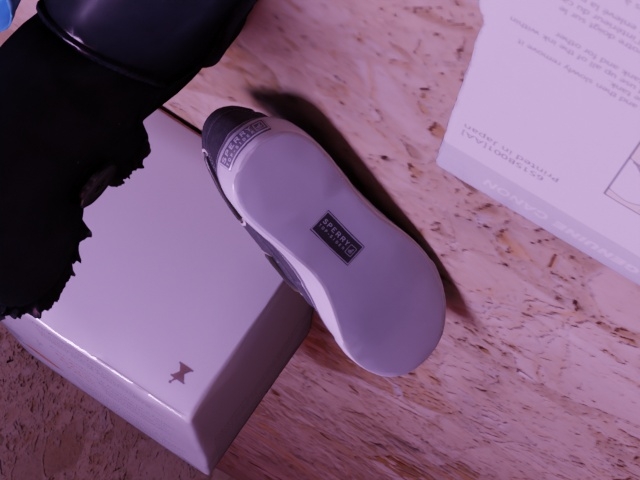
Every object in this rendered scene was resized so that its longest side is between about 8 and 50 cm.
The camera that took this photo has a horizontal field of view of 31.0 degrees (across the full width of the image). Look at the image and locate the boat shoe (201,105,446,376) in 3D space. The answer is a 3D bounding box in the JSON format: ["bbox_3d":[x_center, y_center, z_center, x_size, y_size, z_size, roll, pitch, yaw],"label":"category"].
[{"bbox_3d":[0.000,0.000,0.713,0.228,0.080,0.076,45,178,-40],"label":"boat shoe"}]

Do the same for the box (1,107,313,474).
[{"bbox_3d":[-0.134,0.043,0.919,0.215,0.168,0.345,33,164,7],"label":"box"}]

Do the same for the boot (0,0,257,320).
[{"bbox_3d":[-0.106,-0.067,0.487,0.094,0.207,0.246,36,163,-2],"label":"boot"}]

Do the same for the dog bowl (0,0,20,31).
[{"bbox_3d":[-0.254,-0.216,0.595,0.297,0.074,0.166,29,163,21],"label":"dog bowl"}]

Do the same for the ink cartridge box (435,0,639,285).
[{"bbox_3d":[0.175,-0.021,0.331,0.275,0.060,0.239,32,164,9],"label":"ink cartridge box"}]
